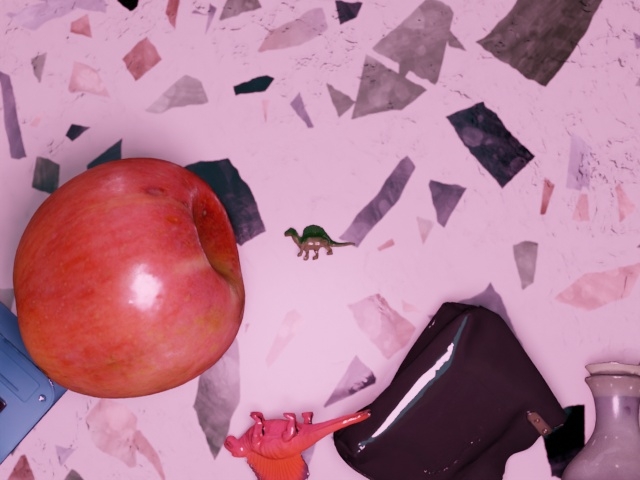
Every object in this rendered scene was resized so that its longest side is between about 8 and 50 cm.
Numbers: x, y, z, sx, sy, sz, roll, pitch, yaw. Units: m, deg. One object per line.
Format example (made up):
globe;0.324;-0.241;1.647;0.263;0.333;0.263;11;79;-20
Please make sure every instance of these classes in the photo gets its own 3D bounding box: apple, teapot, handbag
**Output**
apple;-0.296;0.065;1.592;0.364;0.364;0.364;0;88;-2
teapot;0.486;0.331;1.710;0.183;0.183;0.251;4;75;-2
handbag;0.227;0.294;1.710;0.288;0.152;0.342;42;90;-12

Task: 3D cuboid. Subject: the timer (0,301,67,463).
timer;-0.569;0.246;1.721;0.232;0.091;0.250;43;99;-1

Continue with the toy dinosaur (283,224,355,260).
toy dinosaur;-0.001;0.000;1.765;0.119;0.029;0.060;-5;72;-5

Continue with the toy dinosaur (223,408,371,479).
toy dinosaur;-0.040;0.344;1.672;0.286;0.070;0.139;-8;82;33
